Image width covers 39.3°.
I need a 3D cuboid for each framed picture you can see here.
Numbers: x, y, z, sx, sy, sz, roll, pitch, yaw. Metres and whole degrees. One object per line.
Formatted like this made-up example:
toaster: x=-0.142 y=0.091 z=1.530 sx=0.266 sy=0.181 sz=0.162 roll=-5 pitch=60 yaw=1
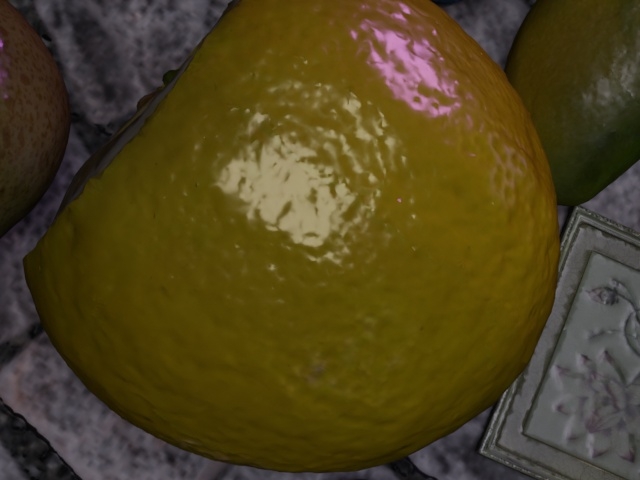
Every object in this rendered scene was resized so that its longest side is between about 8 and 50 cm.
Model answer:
framed picture: x=0.230 y=0.099 z=0.559 sx=0.231 sy=0.010 sz=0.173 roll=23 pitch=80 yaw=-4

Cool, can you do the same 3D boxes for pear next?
pear: x=-0.214 y=-0.064 z=0.457 sx=0.167 sy=0.136 sz=0.167 roll=2 pitch=62 yaw=-3

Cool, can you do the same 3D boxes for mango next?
mango: x=0.182 y=-0.115 z=0.531 sx=0.191 sy=0.085 sz=0.122 roll=-36 pitch=86 yaw=6

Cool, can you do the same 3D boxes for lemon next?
lemon: x=0.000 y=0.000 z=0.435 sx=0.219 sy=0.240 sz=0.240 roll=38 pitch=80 yaw=-13

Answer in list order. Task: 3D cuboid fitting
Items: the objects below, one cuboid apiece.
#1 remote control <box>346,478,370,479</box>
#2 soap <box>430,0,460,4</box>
remote control: x=0.101 y=0.219 z=0.512 sx=0.256 sy=0.045 sz=0.097 roll=31 pitch=79 yaw=1
soap: x=-0.010 y=-0.232 z=0.537 sx=0.293 sy=0.077 sz=0.156 roll=3 pitch=83 yaw=-7
